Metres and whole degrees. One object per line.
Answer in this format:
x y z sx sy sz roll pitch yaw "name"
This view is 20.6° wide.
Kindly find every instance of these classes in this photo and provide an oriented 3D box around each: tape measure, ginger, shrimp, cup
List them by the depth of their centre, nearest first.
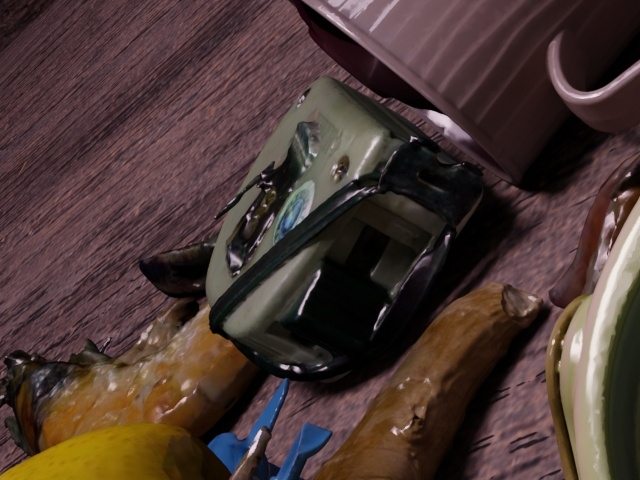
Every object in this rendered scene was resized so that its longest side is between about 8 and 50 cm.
0.043 0.129 0.947 0.294 0.086 0.131 -60 2 -35 "ginger"
0.131 -0.189 1.109 0.273 0.208 0.288 -50 19 2 "cup"
0.000 0.000 1.179 0.207 0.115 0.235 -57 20 8 "tape measure"
-0.159 0.085 1.469 0.272 0.085 0.445 -54 22 -22 "shrimp"

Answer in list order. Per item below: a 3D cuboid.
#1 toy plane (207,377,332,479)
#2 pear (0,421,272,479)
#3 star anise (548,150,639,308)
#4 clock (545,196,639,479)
-0.073 0.212 1.027 0.254 0.105 0.271 -53 10 44 "toy plane"
-0.106 0.249 0.797 0.336 0.285 0.285 -32 24 11 "pear"
0.211 -0.040 0.795 0.288 0.088 0.288 -36 -5 -3 "star anise"
0.188 0.064 0.565 0.235 0.096 0.308 39 94 30 "clock"
